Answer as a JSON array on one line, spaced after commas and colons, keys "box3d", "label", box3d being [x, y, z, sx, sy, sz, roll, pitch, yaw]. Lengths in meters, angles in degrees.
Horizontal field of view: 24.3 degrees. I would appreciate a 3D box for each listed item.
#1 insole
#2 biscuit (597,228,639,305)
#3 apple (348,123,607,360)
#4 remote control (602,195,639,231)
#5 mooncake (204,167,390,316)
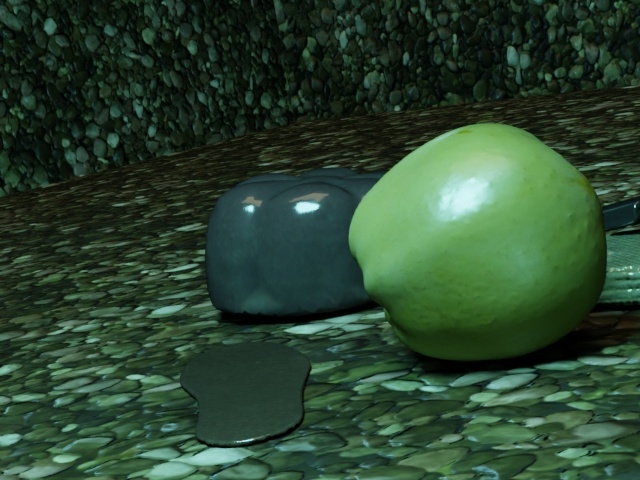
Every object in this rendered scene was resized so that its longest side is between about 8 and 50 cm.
[{"box3d": [-0.060, 0.117, 1.199, 0.111, 0.007, 0.328, -12, 9, -3], "label": "insole"}, {"box3d": [0.285, 0.020, 1.327, 0.121, 0.041, 0.199, -6, 9, 33], "label": "biscuit"}, {"box3d": [0.125, 0.004, 1.157, 0.200, 0.200, 0.200, -10, 9, 1], "label": "apple"}, {"box3d": [0.244, -0.009, 1.479, 0.063, 0.025, 0.245, -22, 2, -37], "label": "remote control"}, {"box3d": [0.000, 0.000, 1.512, 0.244, 0.133, 0.245, -2, 8, 0], "label": "mooncake"}]
